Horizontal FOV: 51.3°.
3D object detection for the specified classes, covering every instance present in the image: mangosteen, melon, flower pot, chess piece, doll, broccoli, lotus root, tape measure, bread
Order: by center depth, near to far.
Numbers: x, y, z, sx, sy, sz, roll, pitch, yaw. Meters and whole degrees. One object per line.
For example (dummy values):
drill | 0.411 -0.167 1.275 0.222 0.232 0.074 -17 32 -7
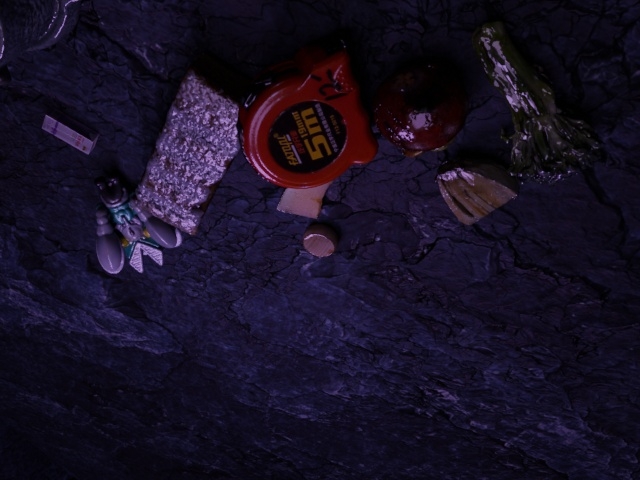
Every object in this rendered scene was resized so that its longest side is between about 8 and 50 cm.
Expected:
broccoli | 0.346 -0.233 1.125 0.165 0.145 0.304 -25 109 32
flower pot | -0.544 -0.436 1.129 0.299 0.282 0.299 9 132 10
mangosteen | 0.182 -0.224 1.172 0.166 0.166 0.180 -6 157 25
tape measure | -0.029 -0.222 1.219 0.260 0.114 0.253 -23 128 2
lotus root | 0.296 -0.114 1.293 0.144 0.070 0.143 37 140 -23
bread | -0.259 -0.186 1.394 0.165 0.113 0.416 27 135 -10
melon | -0.024 -0.120 1.417 0.098 0.054 0.182 18 138 -7
chess piece | 0.000 0.000 1.537 0.084 0.038 0.083 9 134 9
doll | -0.470 -0.022 1.600 0.195 0.153 0.258 -43 117 14

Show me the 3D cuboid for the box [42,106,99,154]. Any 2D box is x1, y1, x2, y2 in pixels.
box | -0.561 -0.246 1.498 0.117 0.036 0.050 31 135 -13
